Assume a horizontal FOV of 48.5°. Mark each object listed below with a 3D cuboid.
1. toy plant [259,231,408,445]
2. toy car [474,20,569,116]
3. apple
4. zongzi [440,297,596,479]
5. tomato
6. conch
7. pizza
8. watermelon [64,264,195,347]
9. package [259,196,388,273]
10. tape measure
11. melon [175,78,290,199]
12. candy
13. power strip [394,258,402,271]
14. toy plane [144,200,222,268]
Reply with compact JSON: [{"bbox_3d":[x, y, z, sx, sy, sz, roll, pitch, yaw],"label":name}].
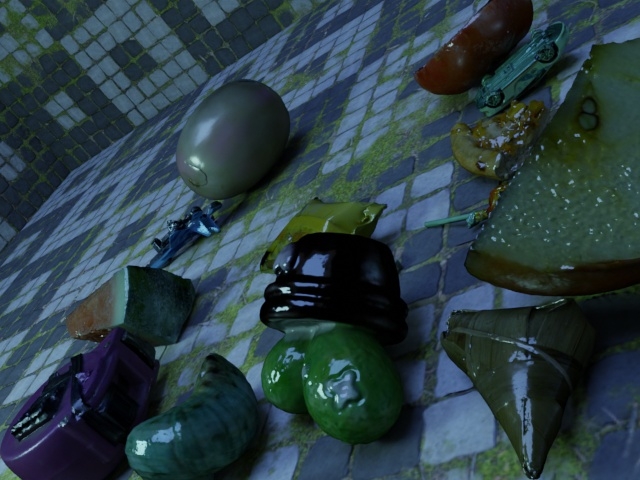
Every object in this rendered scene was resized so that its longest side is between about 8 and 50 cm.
[{"bbox_3d":[0.017,0.115,0.834,0.218,0.176,0.235,-15,61,55],"label":"toy plant"},{"bbox_3d":[0.329,-0.272,1.148,0.186,0.058,0.093,-42,20,28],"label":"toy car"},{"bbox_3d":[0.284,-0.061,0.714,0.346,0.179,0.254,-53,15,-27],"label":"apple"},{"bbox_3d":[0.164,0.139,0.673,0.160,0.078,0.176,-15,37,52],"label":"zongzi"},{"bbox_3d":[0.276,-0.338,1.246,0.237,0.095,0.237,-42,3,3],"label":"tomato"},{"bbox_3d":[-0.157,0.243,0.897,0.188,0.122,0.176,-44,4,-13],"label":"conch"},{"bbox_3d":[0.268,-0.153,1.033,0.161,0.062,0.182,-26,26,17],"label":"pizza"},{"bbox_3d":[-0.371,0.146,1.342,0.257,0.193,0.139,-19,63,31],"label":"watermelon"},{"bbox_3d":[0.000,0.000,1.118,0.168,0.090,0.226,-51,24,-15],"label":"package"},{"bbox_3d":[-0.383,0.273,1.125,0.232,0.149,0.245,-34,25,11],"label":"tape measure"},{"bbox_3d":[-0.198,-0.234,1.631,0.223,0.223,0.317,-6,40,51],"label":"melon"},{"bbox_3d":[0.204,-0.036,0.951,0.060,0.060,0.201,-53,19,-26],"label":"candy"},{"bbox_3d":[0.088,0.036,1.018,0.027,0.017,0.083,-47,25,-13],"label":"power strip"},{"bbox_3d":[-0.325,-0.002,1.595,0.246,0.078,0.169,-31,-1,27],"label":"toy plane"}]
